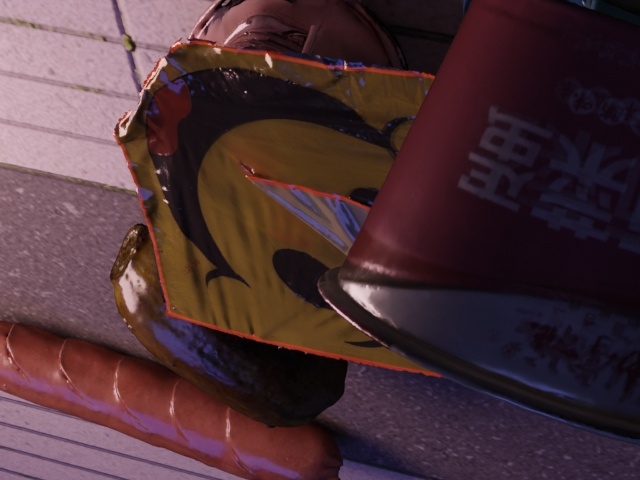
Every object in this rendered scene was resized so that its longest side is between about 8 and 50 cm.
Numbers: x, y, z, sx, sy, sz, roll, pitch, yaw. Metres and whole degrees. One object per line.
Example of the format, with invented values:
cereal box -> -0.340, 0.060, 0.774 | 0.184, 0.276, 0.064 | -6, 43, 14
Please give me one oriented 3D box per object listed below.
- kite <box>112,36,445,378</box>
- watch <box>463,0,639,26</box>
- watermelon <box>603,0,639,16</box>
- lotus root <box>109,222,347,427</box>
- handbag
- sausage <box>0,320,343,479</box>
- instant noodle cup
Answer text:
kite -> 0.001, -0.001, 1.106 | 0.327, 0.013, 0.377 | 39, 139, -8
watch -> 0.178, -0.084, 0.973 | 0.211, 0.193, 0.211 | 15, 149, 9
watermelon -> 0.182, -0.225, 0.748 | 0.262, 0.213, 0.201 | 17, 147, 8
lotus root -> -0.078, 0.076, 1.420 | 0.241, 0.124, 0.123 | 37, 164, -25
handbag -> -0.035, -0.078, 1.153 | 0.179, 0.116, 0.205 | 37, 140, -6
sausage -> -0.181, 0.164, 1.651 | 0.433, 0.088, 0.088 | 20, 147, 4
instant noodle cup -> 0.134, -0.020, 0.797 | 0.235, 0.178, 0.235 | 17, -169, -3
